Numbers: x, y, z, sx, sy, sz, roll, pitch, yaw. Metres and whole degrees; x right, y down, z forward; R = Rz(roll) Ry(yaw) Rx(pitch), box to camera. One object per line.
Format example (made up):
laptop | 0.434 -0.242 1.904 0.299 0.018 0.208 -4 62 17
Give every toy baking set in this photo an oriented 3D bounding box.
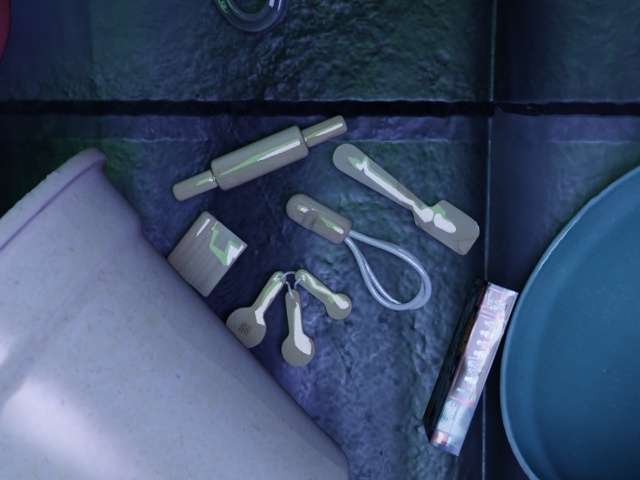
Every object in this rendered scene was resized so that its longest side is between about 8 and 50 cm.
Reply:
toy baking set | -0.004 -0.006 0.772 0.256 0.030 0.197 -27 92 3

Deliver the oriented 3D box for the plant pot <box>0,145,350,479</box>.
plant pot | -0.159 0.155 0.659 0.305 0.334 0.334 41 92 -10

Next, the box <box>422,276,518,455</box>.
box | 0.121 0.100 0.730 0.027 0.094 0.137 20 92 4

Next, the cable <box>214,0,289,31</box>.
cable | -0.112 -0.317 0.764 0.287 0.072 0.139 45 105 -6

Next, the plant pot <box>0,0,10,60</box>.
plant pot | -0.381 -0.201 0.683 0.274 0.243 0.275 0 90 3

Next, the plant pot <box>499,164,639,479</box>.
plant pot | 0.306 0.099 0.648 0.196 0.293 0.293 33 92 -25
